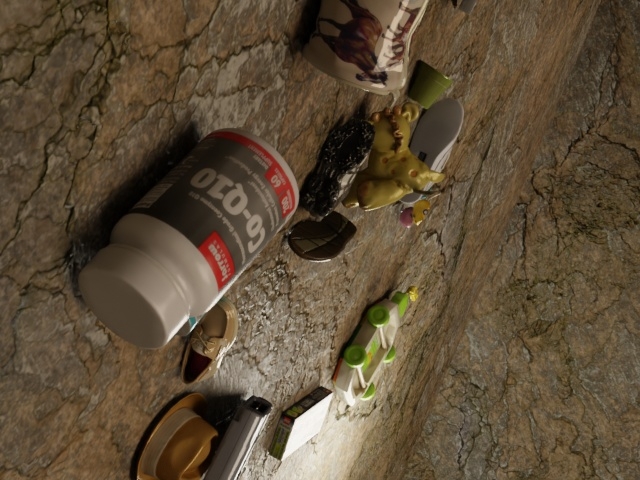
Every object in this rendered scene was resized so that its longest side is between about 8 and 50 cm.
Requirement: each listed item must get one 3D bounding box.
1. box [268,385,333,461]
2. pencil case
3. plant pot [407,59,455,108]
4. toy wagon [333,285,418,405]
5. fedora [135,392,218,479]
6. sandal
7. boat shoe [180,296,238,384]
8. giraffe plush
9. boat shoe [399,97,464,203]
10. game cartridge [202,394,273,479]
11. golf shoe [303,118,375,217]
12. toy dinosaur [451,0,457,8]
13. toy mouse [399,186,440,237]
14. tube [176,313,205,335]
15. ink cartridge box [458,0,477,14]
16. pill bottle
[{"bbox_3d":[-0.043,0.421,2.247,0.207,0.036,0.114,-20,131,-64],"label":"box"},{"bbox_3d":[0.114,-0.417,1.452,0.160,0.183,0.410,-12,125,-67],"label":"pencil case"},{"bbox_3d":[0.223,-0.318,2.016,0.079,0.083,0.083,-57,162,10],"label":"plant pot"},{"bbox_3d":[0.144,0.256,2.489,0.344,0.068,0.267,-58,160,-21],"label":"toy wagon"},{"bbox_3d":[-0.228,0.352,1.629,0.194,0.079,0.194,-51,155,-34],"label":"fedora"},{"bbox_3d":[0.000,0.000,1.829,0.060,0.090,0.219,-50,176,26],"label":"sandal"},{"bbox_3d":[-0.180,0.166,1.547,0.059,0.063,0.170,-33,150,-54],"label":"boat shoe"},{"bbox_3d":[0.122,-0.166,1.836,0.181,0.210,0.171,-32,110,-41],"label":"giraffe plush"},{"bbox_3d":[0.247,-0.204,2.199,0.258,0.095,0.084,-59,166,15],"label":"boat shoe"},{"bbox_3d":[-0.157,0.389,1.780,0.297,0.062,0.198,79,33,-85],"label":"game cartridge"},{"bbox_3d":[0.032,-0.130,1.761,0.198,0.077,0.094,-56,170,-5],"label":"golf shoe"},{"bbox_3d":[0.300,-0.566,1.973,0.183,0.053,0.092,-61,177,10],"label":"toy dinosaur"},{"bbox_3d":[0.222,-0.087,2.303,0.161,0.031,0.143,-59,-163,25],"label":"toy mouse"},{"bbox_3d":[-0.169,0.067,1.499,0.207,0.052,0.080,-50,166,-48],"label":"tube"},{"bbox_3d":[0.317,-0.509,2.000,0.063,0.029,0.115,-61,178,29],"label":"ink cartridge box"},{"bbox_3d":[-0.165,-0.004,1.248,0.283,0.161,0.161,-51,156,-36],"label":"pill bottle"}]
